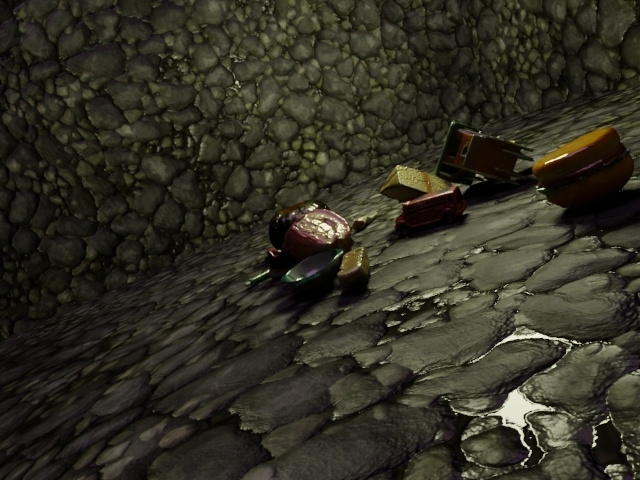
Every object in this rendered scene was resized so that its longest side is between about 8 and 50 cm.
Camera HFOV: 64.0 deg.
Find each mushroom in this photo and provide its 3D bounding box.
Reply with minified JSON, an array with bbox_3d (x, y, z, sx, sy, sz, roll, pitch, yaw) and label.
[{"bbox_3d":[0.200,-0.091,2.266,0.059,0.054,0.202,-10,10,29],"label":"mushroom"}]

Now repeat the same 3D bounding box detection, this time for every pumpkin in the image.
[{"bbox_3d":[-0.089,-0.070,2.339,0.321,0.192,0.320,-22,9,3],"label":"pumpkin"}]

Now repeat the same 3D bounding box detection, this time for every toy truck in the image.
[{"bbox_3d":[0.376,-0.107,1.803,0.253,0.114,0.107,-14,15,32],"label":"toy truck"}]

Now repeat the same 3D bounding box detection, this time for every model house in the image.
[{"bbox_3d":[0.670,-0.288,1.973,0.313,0.242,0.358,30,17,37],"label":"model house"}]

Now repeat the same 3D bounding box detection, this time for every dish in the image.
[{"bbox_3d":[-0.016,0.113,1.607,0.224,0.078,0.246,-25,13,11],"label":"dish"}]

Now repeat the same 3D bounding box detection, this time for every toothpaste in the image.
[{"bbox_3d":[-0.222,0.137,2.039,0.049,0.031,0.204,-10,14,47],"label":"toothpaste"}]

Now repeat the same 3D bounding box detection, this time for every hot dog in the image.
[{"bbox_3d":[0.104,0.088,1.520,0.084,0.073,0.242,-23,10,11],"label":"hot dog"}]

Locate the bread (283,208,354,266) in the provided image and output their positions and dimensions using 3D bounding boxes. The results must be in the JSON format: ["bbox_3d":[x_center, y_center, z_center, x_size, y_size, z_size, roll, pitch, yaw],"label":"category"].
[{"bbox_3d":[0.008,-0.007,1.786,0.244,0.123,0.190,22,49,28],"label":"bread"}]

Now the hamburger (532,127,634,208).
[{"bbox_3d":[0.699,-0.178,1.361,0.246,0.169,0.246,-31,1,1],"label":"hamburger"}]

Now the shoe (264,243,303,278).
[{"bbox_3d":[-0.081,0.043,1.928,0.291,0.137,0.114,-18,12,16],"label":"shoe"}]

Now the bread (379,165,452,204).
[{"bbox_3d":[0.359,-0.158,1.935,0.178,0.240,0.135,121,160,-44],"label":"bread"}]
